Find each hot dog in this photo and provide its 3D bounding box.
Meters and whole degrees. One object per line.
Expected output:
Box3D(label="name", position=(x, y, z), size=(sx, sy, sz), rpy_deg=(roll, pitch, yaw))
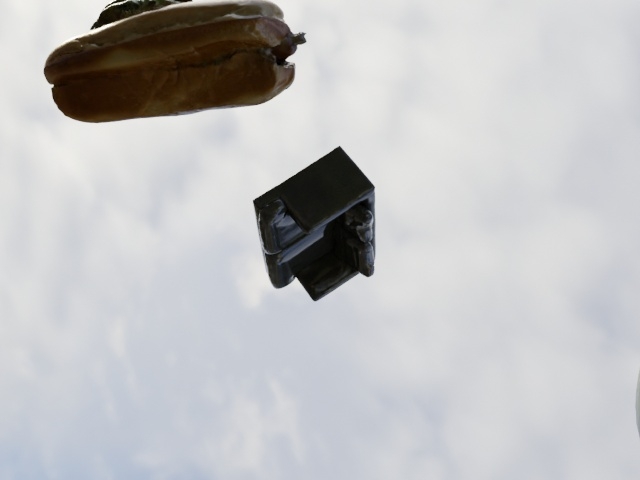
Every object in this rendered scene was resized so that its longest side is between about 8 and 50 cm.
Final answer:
Box3D(label="hot dog", position=(-0.070, -0.087, 0.629), size=(0.133, 0.041, 0.056), rpy_deg=(-6, -58, 17))

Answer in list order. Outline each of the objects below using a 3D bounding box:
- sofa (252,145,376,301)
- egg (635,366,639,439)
Box3D(label="sofa", position=(0.000, 0.000, 1.047), size=(0.060, 0.085, 0.147), rpy_deg=(54, -13, 20))
Box3D(label="egg", position=(0.360, 0.122, 0.928), size=(0.289, 0.238, 0.238), rpy_deg=(12, -61, 45))
